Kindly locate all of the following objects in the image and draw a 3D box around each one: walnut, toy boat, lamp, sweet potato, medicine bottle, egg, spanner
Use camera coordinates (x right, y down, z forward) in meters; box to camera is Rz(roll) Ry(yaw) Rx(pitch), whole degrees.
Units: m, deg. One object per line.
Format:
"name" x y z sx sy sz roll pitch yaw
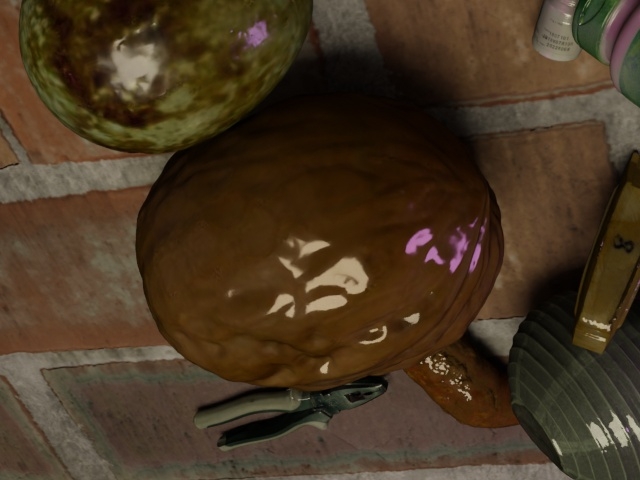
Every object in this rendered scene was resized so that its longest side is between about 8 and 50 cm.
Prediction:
"walnut" 0.000 0.000 1.203 0.398 0.308 0.354 -17 167 26
"toy boat" 0.336 0.016 1.244 0.068 0.088 0.226 20 92 14
"lamp" 0.353 0.180 1.346 0.233 0.265 0.233 -26 152 -15
"sweet potato" 0.176 0.172 1.474 0.354 0.095 0.106 35 90 -24
"medicine bottle" 0.357 -0.152 1.009 0.133 0.274 0.133 -27 143 -23
"egg" -0.149 -0.208 1.089 0.289 0.238 0.238 -15 129 12
"spanner" -0.043 0.246 1.636 0.325 0.040 0.095 -19 127 30
"medicine bottle" 0.245 -0.226 1.109 0.052 0.052 0.089 12 135 1
